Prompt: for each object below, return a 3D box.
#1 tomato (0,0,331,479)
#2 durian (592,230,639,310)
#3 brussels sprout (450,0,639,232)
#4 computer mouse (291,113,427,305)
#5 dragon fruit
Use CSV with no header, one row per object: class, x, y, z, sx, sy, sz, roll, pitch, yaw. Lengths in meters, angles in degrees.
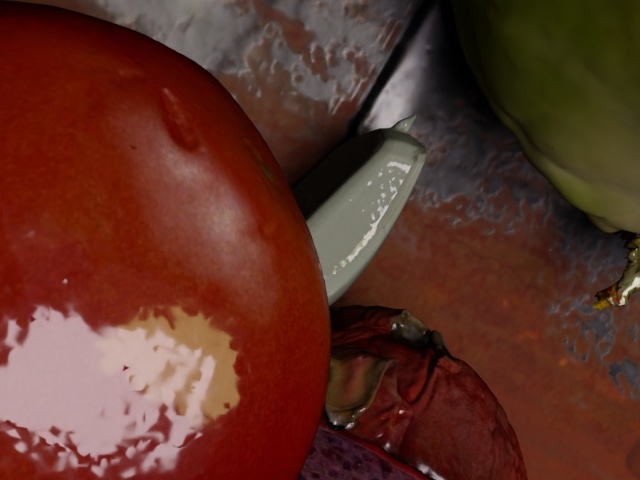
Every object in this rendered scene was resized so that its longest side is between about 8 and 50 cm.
tomato,-0.118,0.022,0.772,0.226,0.299,0.298,-34,124,15
durian,0.247,-0.005,1.070,0.208,0.146,0.102,-36,164,-26
brussels sprout,0.237,-0.158,0.942,0.268,0.344,0.344,-49,131,-51
computer mouse,0.000,0.000,0.953,0.181,0.089,0.056,-45,112,-15
dragon fruit,0.037,0.113,0.970,0.218,0.224,0.148,29,54,3
